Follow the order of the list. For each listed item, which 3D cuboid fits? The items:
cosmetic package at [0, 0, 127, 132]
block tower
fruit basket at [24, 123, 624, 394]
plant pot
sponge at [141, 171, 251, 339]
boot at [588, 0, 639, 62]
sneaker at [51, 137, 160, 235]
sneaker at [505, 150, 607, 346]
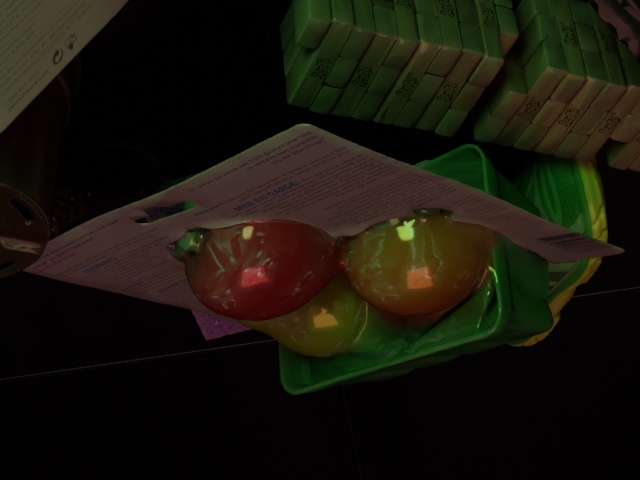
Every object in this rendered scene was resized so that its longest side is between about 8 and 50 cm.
[{"bbox_3d":[-0.252,-0.213,0.838,0.224,0.138,0.224,25,152,24],"label":"cosmetic package"},{"bbox_3d":[0.129,-0.134,1.119,0.335,0.091,0.097,11,139,-20],"label":"block tower"},{"bbox_3d":[0.000,0.000,1.134,0.353,0.165,0.327,23,148,-39],"label":"fruit basket"},{"bbox_3d":[-0.258,-0.070,1.083,0.167,0.165,0.167,-4,142,-3],"label":"plant pot"},{"bbox_3d":[-0.075,0.013,1.328,0.117,0.031,0.210,-12,142,6],"label":"sponge"},{"bbox_3d":[0.324,-0.204,1.012,0.260,0.131,0.348,-42,108,15],"label":"boot"},{"bbox_3d":[-0.221,-0.029,1.219,0.188,0.071,0.066,-12,142,8],"label":"sneaker"},{"bbox_3d":[0.167,0.005,1.290,0.123,0.109,0.295,-2,143,-12],"label":"sneaker"}]
